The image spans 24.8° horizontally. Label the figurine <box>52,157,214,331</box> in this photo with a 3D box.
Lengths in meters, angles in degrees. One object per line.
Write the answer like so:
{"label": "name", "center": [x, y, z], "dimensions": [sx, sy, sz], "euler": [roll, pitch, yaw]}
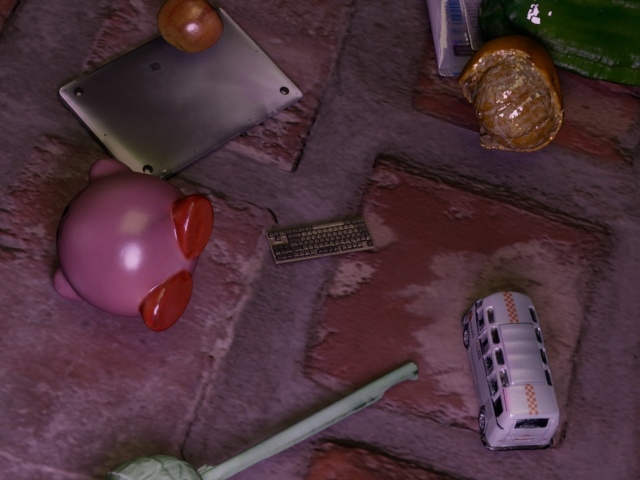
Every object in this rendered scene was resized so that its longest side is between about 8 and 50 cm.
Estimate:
{"label": "figurine", "center": [-0.219, 0.002, 1.658], "dimensions": [0.173, 0.173, 0.173], "euler": [5, 57, -8]}

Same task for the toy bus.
{"label": "toy bus", "center": [0.223, 0.145, 1.697], "dimensions": [0.087, 0.089, 0.194], "euler": [0, 57, -11]}

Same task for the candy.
{"label": "candy", "center": [-0.058, 0.225, 1.595], "dimensions": [0.440, 0.119, 0.119], "euler": [-26, 66, -32]}

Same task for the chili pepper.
{"label": "chili pepper", "center": [0.407, -0.323, 1.976], "dimensions": [0.385, 0.167, 0.213], "euler": [11, 67, -16]}

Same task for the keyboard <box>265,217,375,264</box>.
{"label": "keyboard", "center": [0.000, 0.000, 1.791], "dimensions": [0.129, 0.015, 0.049], "euler": [-9, 60, -16]}

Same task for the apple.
{"label": "apple", "center": [-0.169, -0.280, 1.882], "dimensions": [0.084, 0.084, 0.071], "euler": [41, 86, 15]}

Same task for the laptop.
{"label": "laptop", "center": [-0.178, -0.189, 1.878], "dimensions": [0.269, 0.015, 0.187], "euler": [-33, 69, -27]}

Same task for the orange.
{"label": "orange", "center": [0.247, -0.187, 1.888], "dimensions": [0.156, 0.134, 0.156], "euler": [31, 49, -45]}

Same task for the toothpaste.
{"label": "toothpaste", "center": [0.186, -0.358, 2.035], "dimensions": [0.114, 0.073, 0.299], "euler": [-4, 66, -19]}
